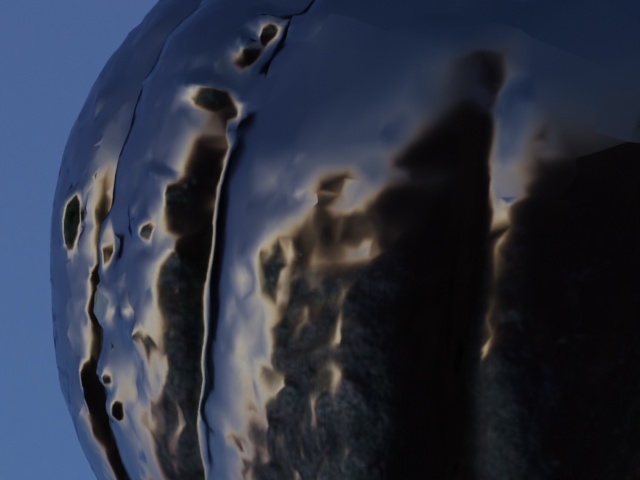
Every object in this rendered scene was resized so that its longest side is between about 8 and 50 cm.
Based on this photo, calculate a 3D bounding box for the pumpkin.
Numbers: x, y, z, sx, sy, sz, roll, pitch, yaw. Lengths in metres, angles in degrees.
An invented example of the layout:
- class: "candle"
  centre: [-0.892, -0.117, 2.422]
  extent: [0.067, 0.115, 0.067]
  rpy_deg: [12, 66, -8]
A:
- class: "pumpkin"
  centre: [0.075, 0.017, 0.640]
  extent: [0.363, 0.363, 0.266]
  rpy_deg: [4, -86, -18]
